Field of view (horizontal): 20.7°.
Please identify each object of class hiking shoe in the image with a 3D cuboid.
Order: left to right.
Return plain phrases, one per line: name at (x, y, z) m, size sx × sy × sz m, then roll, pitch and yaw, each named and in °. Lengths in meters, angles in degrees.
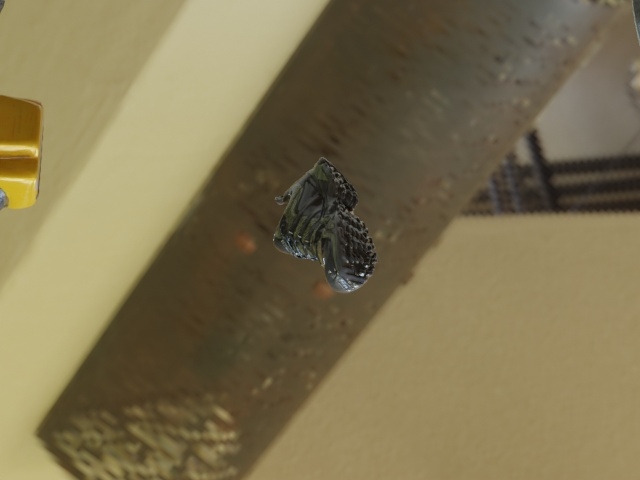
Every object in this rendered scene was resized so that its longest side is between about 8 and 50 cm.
hiking shoe at (0.000, 0.000, 2.252) m, size 0.086 × 0.114 × 0.227 m, roll 40°, pitch -156°, yaw -34°

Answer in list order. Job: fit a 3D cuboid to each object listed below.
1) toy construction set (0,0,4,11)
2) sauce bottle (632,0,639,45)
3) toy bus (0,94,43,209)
toy construction set at (-0.371, -0.232, 1.307) m, size 0.237 × 0.309 × 0.257 m, roll 24°, pitch -140°, yaw -26°
sauce bottle at (0.467, -0.240, 1.640) m, size 0.111 × 0.344 × 0.111 m, roll -9°, pitch -90°, yaw -73°
toy bus at (-0.416, -0.108, 1.561) m, size 0.332 × 0.130 × 0.108 m, roll 3°, pitch -131°, yaw -8°
